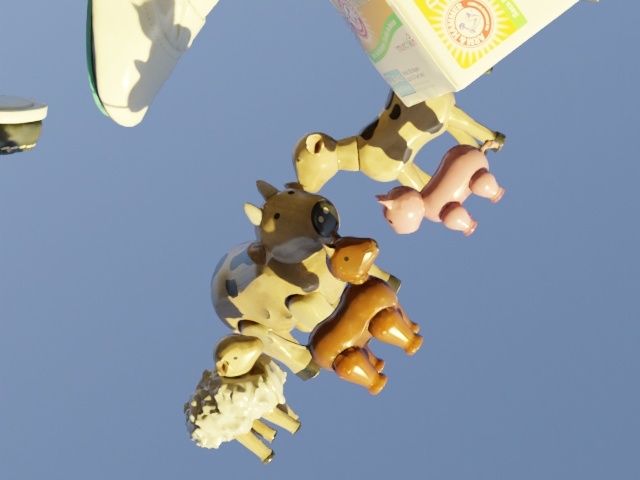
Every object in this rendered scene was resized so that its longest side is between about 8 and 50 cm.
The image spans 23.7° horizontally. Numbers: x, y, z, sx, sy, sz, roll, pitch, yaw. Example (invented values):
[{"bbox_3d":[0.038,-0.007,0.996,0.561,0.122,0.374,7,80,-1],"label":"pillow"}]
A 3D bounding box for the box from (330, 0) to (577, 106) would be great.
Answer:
[{"bbox_3d":[0.111,-0.180,0.887,0.203,0.114,0.103,-38,-82,-11],"label":"box"}]

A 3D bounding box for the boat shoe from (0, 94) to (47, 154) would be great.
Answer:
[{"bbox_3d":[-0.338,-0.073,1.258,0.303,0.114,0.091,4,-82,41],"label":"boat shoe"}]

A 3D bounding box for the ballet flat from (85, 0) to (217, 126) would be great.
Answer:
[{"bbox_3d":[-0.143,-0.309,1.477,0.139,0.139,0.400,-2,-106,20],"label":"ballet flat"}]

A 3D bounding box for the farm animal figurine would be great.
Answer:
[{"bbox_3d":[0.000,0.000,1.379,0.327,0.172,0.330,-42,-165,42],"label":"farm animal figurine"}]
